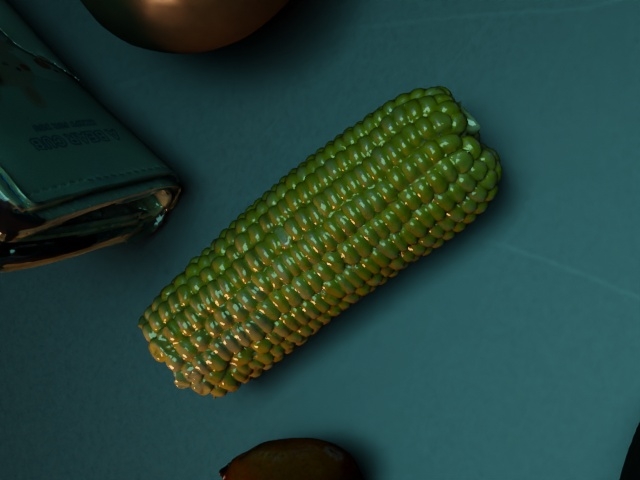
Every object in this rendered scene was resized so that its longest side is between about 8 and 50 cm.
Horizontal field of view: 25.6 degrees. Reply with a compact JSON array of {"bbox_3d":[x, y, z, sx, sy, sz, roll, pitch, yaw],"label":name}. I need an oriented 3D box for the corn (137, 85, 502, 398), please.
[{"bbox_3d":[0.000,0.000,0.873,0.244,0.093,0.093,-36,76,10],"label":"corn"}]

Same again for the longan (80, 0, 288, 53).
[{"bbox_3d":[-0.088,-0.207,0.893,0.204,0.159,0.185,-1,63,53],"label":"longan"}]

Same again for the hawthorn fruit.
[{"bbox_3d":[-0.023,0.160,0.872,0.093,0.081,0.081,9,87,17],"label":"hawthorn fruit"}]

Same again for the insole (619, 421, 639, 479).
[{"bbox_3d":[0.181,0.230,0.762,0.012,0.110,0.309,-13,57,42],"label":"insole"}]

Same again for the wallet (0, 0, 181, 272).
[{"bbox_3d":[-0.223,-0.091,0.905,0.250,0.176,0.075,44,118,15],"label":"wallet"}]
